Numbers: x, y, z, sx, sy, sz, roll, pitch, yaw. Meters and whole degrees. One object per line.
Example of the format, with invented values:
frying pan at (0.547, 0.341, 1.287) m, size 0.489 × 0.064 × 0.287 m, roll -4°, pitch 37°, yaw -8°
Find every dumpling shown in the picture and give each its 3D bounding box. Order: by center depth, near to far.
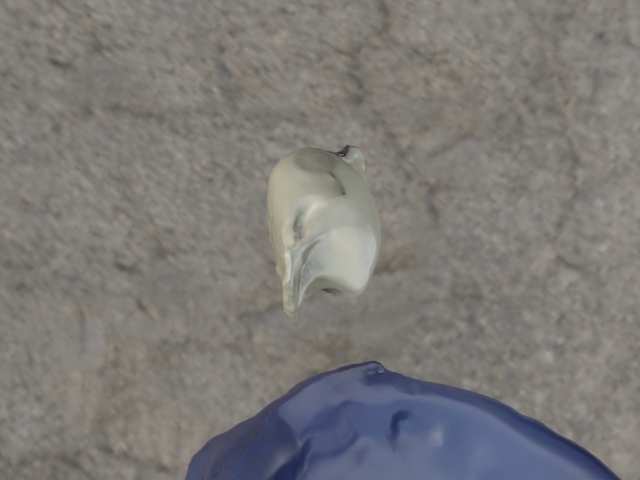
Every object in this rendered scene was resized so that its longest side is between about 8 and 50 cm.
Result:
dumpling at (-0.001, -0.001, 1.143) m, size 0.092 × 0.176 × 0.150 m, roll -2°, pitch 126°, yaw -12°

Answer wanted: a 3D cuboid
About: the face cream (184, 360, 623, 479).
face cream at (0.014, 0.202, 0.520) m, size 0.249 × 0.249 × 0.225 m, roll 1°, pitch 143°, yaw -34°
